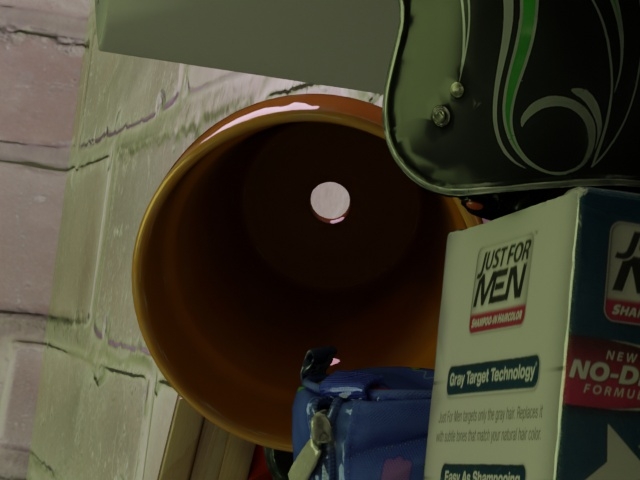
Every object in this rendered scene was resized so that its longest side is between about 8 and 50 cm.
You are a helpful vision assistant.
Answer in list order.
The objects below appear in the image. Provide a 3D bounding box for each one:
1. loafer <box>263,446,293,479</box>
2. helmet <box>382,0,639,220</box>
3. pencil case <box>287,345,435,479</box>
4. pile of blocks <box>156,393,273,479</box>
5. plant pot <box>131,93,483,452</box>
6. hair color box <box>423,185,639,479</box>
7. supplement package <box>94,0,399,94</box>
[{"bbox_3d":[-0.018,0.091,1.390,0.061,0.062,0.170,138,142,-67],"label":"loafer"},{"bbox_3d":[0.100,-0.092,0.879,0.169,0.169,0.162,153,118,-73],"label":"helmet"},{"bbox_3d":[0.032,0.212,1.060,0.119,0.133,0.306,0,82,50],"label":"pencil case"},{"bbox_3d":[-0.084,0.277,1.407,0.149,0.112,0.362,112,171,-67],"label":"pile of blocks"},{"bbox_3d":[0.000,0.000,1.209,0.188,0.205,0.205,-77,0,-73],"label":"plant pot"},{"bbox_3d":[0.109,0.163,0.832,0.174,0.105,0.347,159,118,-74],"label":"hair color box"},{"bbox_3d":[0.026,-0.198,1.035,0.145,0.261,0.204,-101,23,-54],"label":"supplement package"}]
